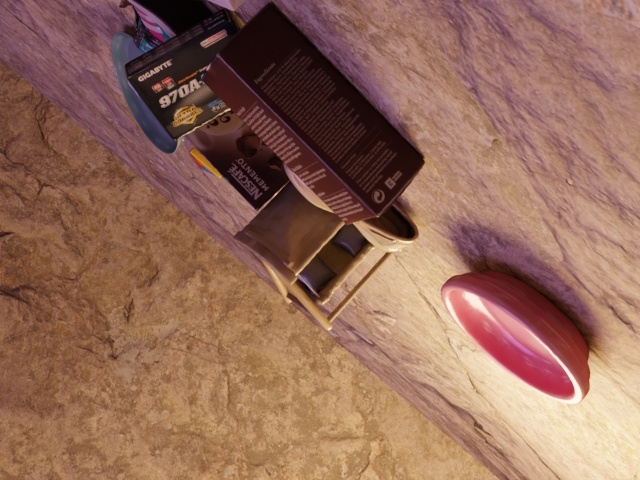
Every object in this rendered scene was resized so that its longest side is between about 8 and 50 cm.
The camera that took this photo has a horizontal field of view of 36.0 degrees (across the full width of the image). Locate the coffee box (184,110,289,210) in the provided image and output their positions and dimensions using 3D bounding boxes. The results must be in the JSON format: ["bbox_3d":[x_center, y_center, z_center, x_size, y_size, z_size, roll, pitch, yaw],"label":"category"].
[{"bbox_3d":[-0.176,-0.226,2.008,0.297,0.168,0.119,47,-179,-15],"label":"coffee box"}]

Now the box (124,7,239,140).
[{"bbox_3d":[-0.227,-0.307,1.843,0.175,0.220,0.051,57,-172,-45],"label":"box"}]

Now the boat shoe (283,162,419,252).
[{"bbox_3d":[0.065,-0.090,1.925,0.302,0.109,0.098,39,162,-9],"label":"boat shoe"}]

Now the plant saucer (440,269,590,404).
[{"bbox_3d":[0.378,0.169,1.858,0.332,0.084,0.332,41,166,12],"label":"plant saucer"}]

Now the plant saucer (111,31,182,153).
[{"bbox_3d":[-0.413,-0.364,2.403,0.317,0.043,0.317,45,152,32],"label":"plant saucer"}]

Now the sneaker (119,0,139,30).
[{"bbox_3d":[-0.354,-0.451,2.073,0.066,0.071,0.188,27,159,49],"label":"sneaker"}]

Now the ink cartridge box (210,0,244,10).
[{"bbox_3d":[-0.203,-0.461,1.613,0.198,0.067,0.115,31,162,37],"label":"ink cartridge box"}]

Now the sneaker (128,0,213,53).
[{"bbox_3d":[-0.332,-0.459,1.899,0.295,0.124,0.178,45,157,-14],"label":"sneaker"}]

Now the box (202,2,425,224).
[{"bbox_3d":[-0.018,-0.209,1.714,0.381,0.143,0.191,43,167,-9],"label":"box"}]

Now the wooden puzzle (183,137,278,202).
[{"bbox_3d":[-0.292,-0.245,2.519,0.322,0.080,0.348,29,161,47],"label":"wooden puzzle"}]

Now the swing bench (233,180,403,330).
[{"bbox_3d":[0.000,0.000,2.058,0.165,0.253,0.255,30,162,43],"label":"swing bench"}]
